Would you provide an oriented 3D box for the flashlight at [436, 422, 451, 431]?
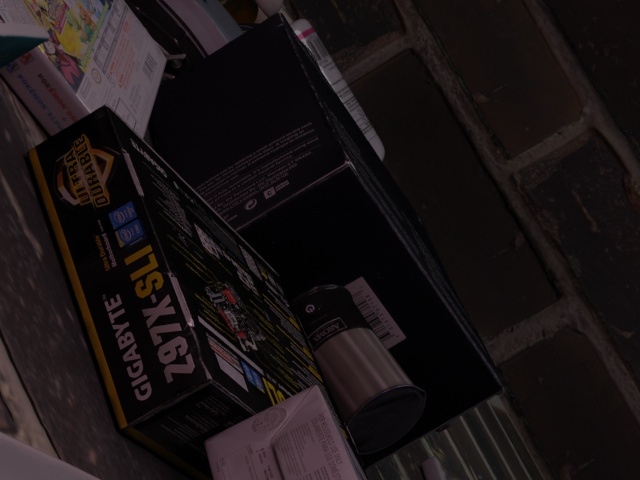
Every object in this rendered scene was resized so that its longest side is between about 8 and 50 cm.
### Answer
[{"bbox_3d":[0.078,0.110,1.918,0.304,0.103,0.103,57,11,-27],"label":"flashlight"}]

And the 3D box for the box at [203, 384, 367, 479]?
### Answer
[{"bbox_3d":[0.033,0.259,0.999,0.290,0.087,0.169,64,-1,-23],"label":"box"}]

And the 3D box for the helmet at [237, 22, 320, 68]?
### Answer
[{"bbox_3d":[-0.081,-0.183,1.837,0.169,0.169,0.161,42,40,-64],"label":"helmet"}]

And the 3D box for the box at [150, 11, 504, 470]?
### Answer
[{"bbox_3d":[0.000,0.000,1.559,0.343,0.179,0.312,54,9,-35],"label":"box"}]

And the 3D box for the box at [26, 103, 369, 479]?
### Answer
[{"bbox_3d":[-0.082,0.077,1.168,0.322,0.079,0.257,47,16,-55],"label":"box"}]

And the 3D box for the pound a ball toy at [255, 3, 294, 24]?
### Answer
[{"bbox_3d":[-0.109,-0.356,2.072,0.136,0.208,0.319,63,8,24],"label":"pound a ball toy"}]

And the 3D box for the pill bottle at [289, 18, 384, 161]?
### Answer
[{"bbox_3d":[-0.015,-0.137,2.026,0.283,0.160,0.160,59,8,-5],"label":"pill bottle"}]

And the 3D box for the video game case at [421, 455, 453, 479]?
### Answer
[{"bbox_3d":[0.204,0.405,1.884,0.206,0.026,0.227,55,9,-30],"label":"video game case"}]

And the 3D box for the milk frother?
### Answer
[{"bbox_3d":[0.022,0.138,1.369,0.143,0.129,0.135,37,14,-52],"label":"milk frother"}]

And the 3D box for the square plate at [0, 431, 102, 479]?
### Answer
[{"bbox_3d":[-0.064,0.266,0.699,0.344,0.049,0.347,65,10,30],"label":"square plate"}]

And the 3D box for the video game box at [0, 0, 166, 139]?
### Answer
[{"bbox_3d":[-0.208,-0.168,1.256,0.187,0.048,0.205,57,20,-27],"label":"video game box"}]

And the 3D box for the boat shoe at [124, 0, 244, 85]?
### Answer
[{"bbox_3d":[-0.163,-0.227,1.666,0.306,0.105,0.113,46,18,-32],"label":"boat shoe"}]

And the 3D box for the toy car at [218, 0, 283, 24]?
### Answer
[{"bbox_3d":[-0.145,-0.316,1.882,0.136,0.159,0.182,61,9,15],"label":"toy car"}]

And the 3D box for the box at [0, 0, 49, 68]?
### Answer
[{"bbox_3d":[-0.259,-0.163,1.005,0.100,0.060,0.244,59,8,-2],"label":"box"}]
